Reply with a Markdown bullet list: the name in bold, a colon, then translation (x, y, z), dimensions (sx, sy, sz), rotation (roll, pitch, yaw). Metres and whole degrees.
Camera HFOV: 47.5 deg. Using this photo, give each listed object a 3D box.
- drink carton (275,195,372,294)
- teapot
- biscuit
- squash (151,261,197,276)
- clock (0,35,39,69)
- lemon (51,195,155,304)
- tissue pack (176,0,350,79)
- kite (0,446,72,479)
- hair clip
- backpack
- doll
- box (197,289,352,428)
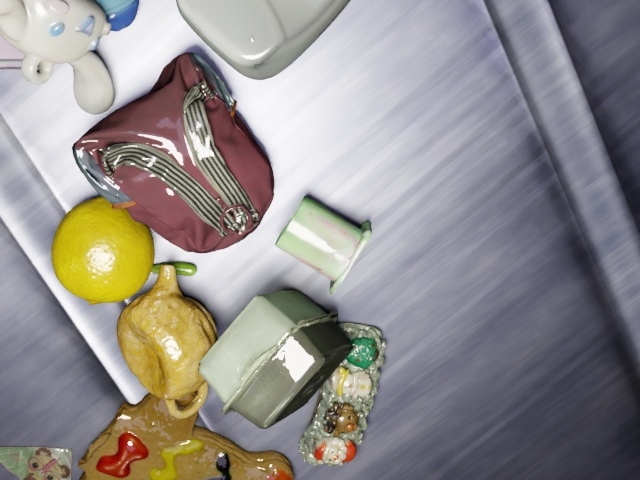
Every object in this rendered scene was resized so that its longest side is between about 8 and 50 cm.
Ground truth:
- **drink carton**: translation (0.000, 0.000, 1.356), dimensions (0.142, 0.146, 0.144), rotation (30, 101, -5)
- **teapot**: translation (-0.266, 0.192, 1.374), dimensions (0.167, 0.203, 0.311), rotation (-32, 119, -41)
- **biscuit**: translation (-0.295, 0.508, 1.503), dimensions (0.394, 0.076, 0.368), rotation (41, 98, -15)
- **squash**: translation (-0.282, 0.054, 1.396), dimensions (0.089, 0.027, 0.027), rotation (4, 106, -4)
- **clock**: translation (-0.544, -0.386, 1.215), dimensions (0.144, 0.073, 0.194), rotation (-1, 107, -6)
- **lemon**: translation (-0.385, 0.016, 1.298), dimensions (0.178, 0.178, 0.203), rotation (13, 92, -9)
- **tissue pack**: translation (-0.064, -0.433, 1.176), dimensions (0.229, 0.236, 0.333), rotation (42, 98, -6)
- **kite**: translation (-0.608, 0.506, 1.504), dimensions (0.250, 0.012, 0.229), rotation (-35, 105, 6)
- **hair clip**: translation (0.050, 0.331, 1.477), dimensions (0.138, 0.091, 0.321), rotation (9, 106, -11)
- **backpack**: translation (-0.226, -0.122, 1.255), dimensions (0.283, 0.197, 0.317), rotation (-41, 110, -7)
- **doll**: translation (-0.373, -0.411, 1.131), dimensions (0.187, 0.376, 0.366), rotation (21, 84, -5)
- **box**: translation (-0.072, 0.210, 1.323), dimensions (0.166, 0.290, 0.221), rotation (42, 99, 13)
